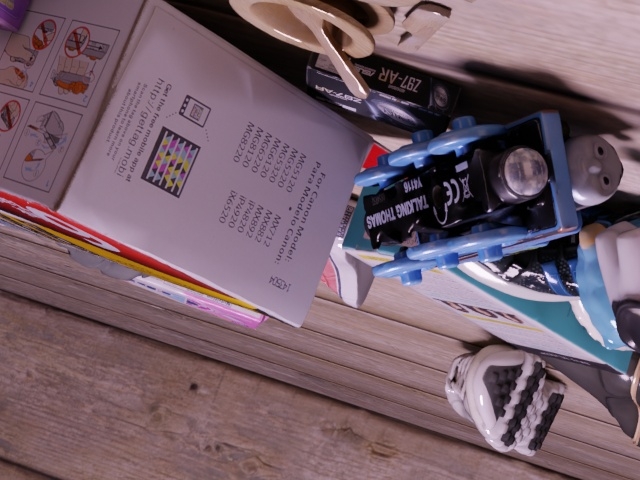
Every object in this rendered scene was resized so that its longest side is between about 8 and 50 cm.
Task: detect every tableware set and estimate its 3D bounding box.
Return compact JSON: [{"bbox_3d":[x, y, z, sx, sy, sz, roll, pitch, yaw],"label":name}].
[{"bbox_3d":[0.001,-0.113,0.772,0.128,0.039,0.194,21,171,-6],"label":"tableware set"}]

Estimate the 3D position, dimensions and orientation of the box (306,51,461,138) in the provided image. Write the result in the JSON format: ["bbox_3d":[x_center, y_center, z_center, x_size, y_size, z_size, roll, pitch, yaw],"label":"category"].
[{"bbox_3d":[0.034,-0.083,0.942,0.083,0.018,0.067,19,171,2],"label":"box"}]

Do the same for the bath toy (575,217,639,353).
[{"bbox_3d":[0.229,0.032,0.781,0.151,0.129,0.348,-22,-178,-4],"label":"bath toy"}]

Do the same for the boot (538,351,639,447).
[{"bbox_3d":[0.248,0.114,1.520,0.137,0.077,0.198,22,159,17],"label":"boot"}]

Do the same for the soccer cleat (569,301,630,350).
[{"bbox_3d":[0.209,0.046,1.191,0.076,0.068,0.196,17,174,38],"label":"soccer cleat"}]

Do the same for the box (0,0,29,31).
[{"bbox_3d":[-0.298,-0.200,0.838,0.201,0.057,0.293,14,169,31],"label":"box"}]

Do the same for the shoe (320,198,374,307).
[{"bbox_3d":[0.000,0.000,1.382,0.081,0.063,0.178,19,166,14],"label":"shoe"}]

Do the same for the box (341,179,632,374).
[{"bbox_3d":[0.133,0.028,1.249,0.100,0.060,0.244,11,167,44],"label":"box"}]

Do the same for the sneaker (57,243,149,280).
[{"bbox_3d":[-0.234,-0.086,1.286,0.341,0.125,0.140,21,150,-23],"label":"sneaker"}]

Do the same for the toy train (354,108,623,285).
[{"bbox_3d":[0.091,-0.025,0.931,0.105,0.080,0.184,-9,175,-23],"label":"toy train"}]

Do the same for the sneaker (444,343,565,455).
[{"bbox_3d":[0.184,0.165,1.843,0.118,0.110,0.292,26,173,19],"label":"sneaker"}]

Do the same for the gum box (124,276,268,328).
[{"bbox_3d":[-0.137,0.039,1.877,0.188,0.062,0.107,20,171,-3],"label":"gum box"}]

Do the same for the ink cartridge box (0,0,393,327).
[{"bbox_3d":[-0.134,-0.057,1.047,0.309,0.130,0.272,17,172,44],"label":"ink cartridge box"}]

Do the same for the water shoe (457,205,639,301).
[{"bbox_3d":[0.174,0.000,1.037,0.203,0.073,0.080,16,150,-4],"label":"water shoe"}]
